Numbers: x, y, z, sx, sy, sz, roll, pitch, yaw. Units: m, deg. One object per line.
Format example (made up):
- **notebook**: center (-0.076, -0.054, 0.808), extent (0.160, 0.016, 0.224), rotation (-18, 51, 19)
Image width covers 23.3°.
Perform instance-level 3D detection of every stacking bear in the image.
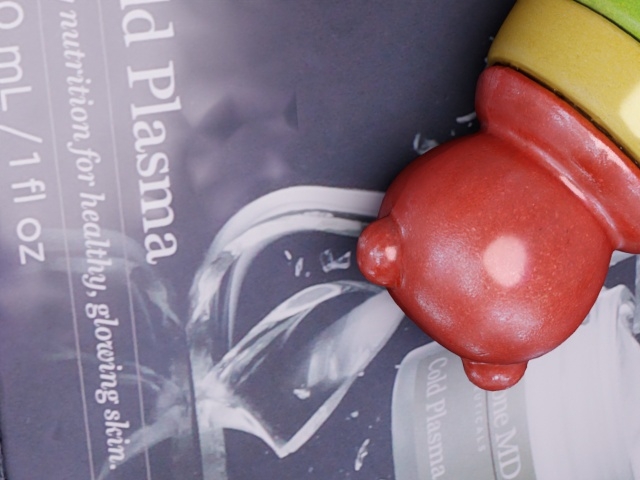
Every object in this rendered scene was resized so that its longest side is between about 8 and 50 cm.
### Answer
- **stacking bear**: center (0.141, -0.065, 0.727), extent (0.289, 0.164, 0.175), rotation (-48, 116, -3)

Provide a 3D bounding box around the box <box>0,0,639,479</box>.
- **box**: center (0.000, 0.000, 0.924), extent (0.471, 0.297, 0.480), rotation (-11, 107, -23)
